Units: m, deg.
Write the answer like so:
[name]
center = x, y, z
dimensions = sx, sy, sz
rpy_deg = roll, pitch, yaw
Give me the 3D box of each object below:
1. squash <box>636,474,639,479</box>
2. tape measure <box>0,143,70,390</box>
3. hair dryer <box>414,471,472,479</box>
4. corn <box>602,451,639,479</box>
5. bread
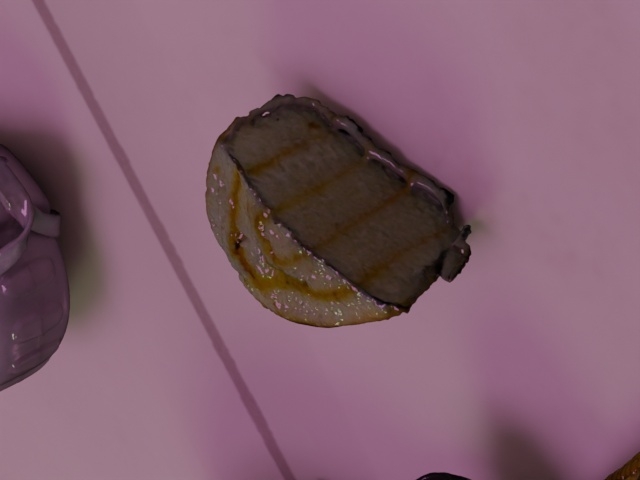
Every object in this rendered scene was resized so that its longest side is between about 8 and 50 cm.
[squash]
center = 0.260, 0.183, 0.865
dimensions = 0.310, 0.310, 0.309
rpy_deg = 31, 131, 26
[tape measure]
center = -0.264, 0.014, 1.411
dimensions = 0.236, 0.120, 0.197
rpy_deg = 17, 125, 45
[hair dryer]
center = 0.104, 0.237, 1.256
dimensions = 0.229, 0.092, 0.267
rpy_deg = 45, 165, -7
[corn]
center = 0.192, 0.148, 1.077
dimensions = 0.072, 0.072, 0.203
rpy_deg = 47, 145, 7
[bread]
center = 0.003, 0.005, 1.131
dimensions = 0.156, 0.103, 0.110
rpy_deg = 45, 138, 21
